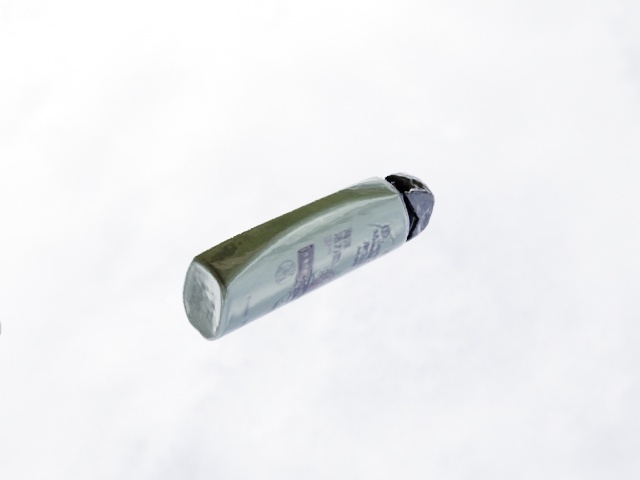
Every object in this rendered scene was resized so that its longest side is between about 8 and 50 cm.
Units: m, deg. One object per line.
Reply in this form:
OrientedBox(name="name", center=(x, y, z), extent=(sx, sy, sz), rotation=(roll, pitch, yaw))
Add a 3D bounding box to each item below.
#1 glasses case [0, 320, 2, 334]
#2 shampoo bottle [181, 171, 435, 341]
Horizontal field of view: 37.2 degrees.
OrientedBox(name="glasses case", center=(-0.435, 0.056, 1.001), extent=(0.122, 0.314, 0.075), rotation=(9, -111, 6))
OrientedBox(name="shampoo bottle", center=(0.000, 0.000, 1.159), extent=(0.359, 0.134, 0.078), rotation=(-24, -126, -37))
